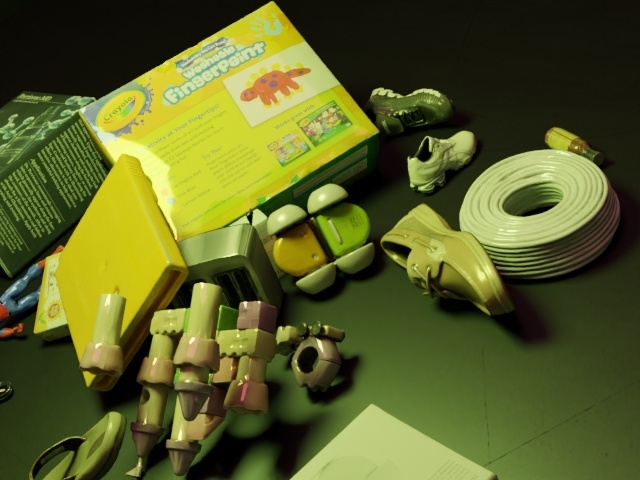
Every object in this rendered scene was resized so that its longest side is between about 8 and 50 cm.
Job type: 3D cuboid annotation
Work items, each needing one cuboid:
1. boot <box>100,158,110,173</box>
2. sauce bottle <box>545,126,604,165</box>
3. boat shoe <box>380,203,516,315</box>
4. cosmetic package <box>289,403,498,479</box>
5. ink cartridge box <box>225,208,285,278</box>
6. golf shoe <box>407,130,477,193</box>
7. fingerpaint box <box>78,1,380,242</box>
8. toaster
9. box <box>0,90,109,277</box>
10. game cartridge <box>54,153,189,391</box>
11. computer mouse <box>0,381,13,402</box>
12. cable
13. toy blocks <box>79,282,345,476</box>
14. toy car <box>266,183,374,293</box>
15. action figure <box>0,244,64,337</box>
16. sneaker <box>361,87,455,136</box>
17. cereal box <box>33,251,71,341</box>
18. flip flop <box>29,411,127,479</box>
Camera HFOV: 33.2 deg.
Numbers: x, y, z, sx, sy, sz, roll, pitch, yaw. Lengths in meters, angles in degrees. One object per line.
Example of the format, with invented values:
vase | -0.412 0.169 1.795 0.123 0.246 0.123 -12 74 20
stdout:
boot | -0.274 -0.180 2.280 0.348 0.131 0.260 21 60 34
sauce bottle | 0.450 -0.164 1.900 0.042 0.042 0.128 -31 35 -10
boat shoe | 0.198 0.048 1.706 0.110 0.122 0.341 -33 24 -5
cosmetic package | 0.081 0.357 1.319 0.224 0.138 0.224 -39 35 -22
ink cartridge box | -0.118 0.021 1.922 0.088 0.122 0.052 -31 30 -12
golf shoe | 0.228 -0.166 2.002 0.069 0.086 0.176 12 46 44
fingerpaint box | -0.172 -0.192 2.067 0.444 0.163 0.371 -33 69 -13
toaster | -0.167 0.065 1.835 0.168 0.186 0.110 -16 30 11
box | -0.676 -0.137 2.403 0.293 0.212 0.395 10 46 41
game cartridge | -0.354 0.050 1.856 0.285 0.052 0.324 -54 39 22
computer mouse | -0.674 0.302 1.947 0.242 0.041 0.071 -22 33 2
cable | 0.356 -0.046 1.751 0.257 0.089 0.257 10 46 40
toy blocks | -0.170 0.232 1.623 0.288 0.309 0.260 -9 68 41
toy car | 0.000 0.000 1.884 0.182 0.159 0.136 -28 -3 -5
action figure | -0.591 0.122 2.088 0.280 0.091 0.139 -38 19 -19
sneaker | 0.167 -0.252 2.170 0.234 0.078 0.106 12 50 47
cereal box | -0.426 0.081 2.015 0.240 0.047 0.173 -17 53 27
flip flop | -0.382 0.342 1.590 0.277 0.080 0.112 -46 32 32
